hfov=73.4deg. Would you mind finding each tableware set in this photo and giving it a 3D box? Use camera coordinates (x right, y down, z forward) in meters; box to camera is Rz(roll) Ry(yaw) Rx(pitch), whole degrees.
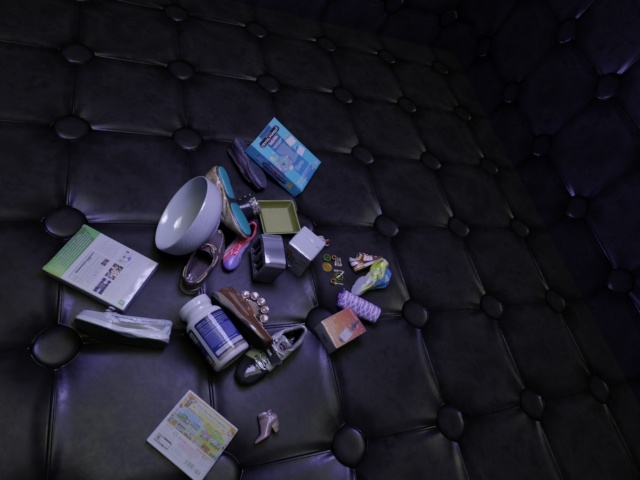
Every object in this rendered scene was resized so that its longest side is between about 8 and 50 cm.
[{"bbox_3d":[0.061,0.136,2.034,0.104,0.024,0.154,9,57,-19],"label":"tableware set"}]

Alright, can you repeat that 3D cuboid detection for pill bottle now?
[{"bbox_3d":[-0.404,0.341,1.609,0.153,0.153,0.265,-32,77,-36],"label":"pill bottle"}]

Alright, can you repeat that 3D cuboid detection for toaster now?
[{"bbox_3d":[-0.222,0.075,1.842,0.110,0.185,0.168,7,57,-32],"label":"toaster"}]

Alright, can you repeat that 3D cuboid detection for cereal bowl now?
[{"bbox_3d":[-0.514,-0.084,1.748,0.141,0.339,0.339,36,45,-39],"label":"cereal bowl"}]

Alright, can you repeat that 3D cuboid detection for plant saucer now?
[{"bbox_3d":[-0.204,-0.103,2.051,0.188,0.045,0.188,-3,62,-26],"label":"plant saucer"}]

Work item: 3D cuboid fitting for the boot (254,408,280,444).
[{"bbox_3d":[-0.205,0.674,1.564,0.118,0.042,0.087,-20,63,-34],"label":"boot"}]

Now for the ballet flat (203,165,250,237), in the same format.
[{"bbox_3d":[-0.411,-0.151,1.858,0.123,0.123,0.349,-19,81,-33],"label":"ballet flat"}]

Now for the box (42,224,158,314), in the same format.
[{"bbox_3d":[-0.824,0.107,1.631,0.322,0.058,0.232,30,52,-6],"label":"box"}]

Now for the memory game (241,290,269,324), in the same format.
[{"bbox_3d":[-0.302,0.294,1.776,0.186,0.012,0.186,11,56,-18],"label":"memory game"}]

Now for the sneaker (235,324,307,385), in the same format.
[{"bbox_3d":[-0.184,0.425,1.665,0.330,0.146,0.122,-35,79,-35],"label":"sneaker"}]

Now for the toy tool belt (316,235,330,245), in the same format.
[{"bbox_3d":[0.000,0.000,2.076,0.083,0.052,0.051,-2,17,-31],"label":"toy tool belt"}]

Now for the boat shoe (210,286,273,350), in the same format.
[{"bbox_3d":[-0.290,0.284,1.669,0.324,0.123,0.120,38,50,25],"label":"boat shoe"}]

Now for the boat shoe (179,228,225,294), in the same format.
[{"bbox_3d":[-0.479,0.070,1.783,0.116,0.097,0.324,27,52,-6],"label":"boat shoe"}]

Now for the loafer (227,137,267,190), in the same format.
[{"bbox_3d":[-0.366,-0.366,2.134,0.109,0.095,0.303,-4,61,-61],"label":"loafer"}]

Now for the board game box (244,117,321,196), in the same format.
[{"bbox_3d":[-0.184,-0.424,2.190,0.336,0.079,0.254,42,50,-16],"label":"board game box"}]

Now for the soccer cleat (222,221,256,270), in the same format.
[{"bbox_3d":[-0.351,0.020,1.873,0.083,0.095,0.248,32,51,-7],"label":"soccer cleat"}]

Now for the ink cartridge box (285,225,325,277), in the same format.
[{"bbox_3d":[-0.085,0.052,1.924,0.128,0.176,0.127,39,52,3],"label":"ink cartridge box"}]

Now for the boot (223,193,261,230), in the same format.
[{"bbox_3d":[-0.399,-0.180,1.968,0.178,0.085,0.236,-28,81,-22],"label":"boot"}]

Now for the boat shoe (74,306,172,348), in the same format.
[{"bbox_3d":[-0.696,0.302,1.532,0.320,0.118,0.103,17,48,-19],"label":"boat shoe"}]

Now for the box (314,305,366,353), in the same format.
[{"bbox_3d":[0.084,0.383,1.844,0.170,0.091,0.130,-22,71,-33],"label":"box"}]

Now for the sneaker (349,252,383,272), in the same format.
[{"bbox_3d":[0.226,0.089,2.110,0.185,0.069,0.084,-19,74,-34],"label":"sneaker"}]

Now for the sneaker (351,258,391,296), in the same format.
[{"bbox_3d":[0.256,0.204,2.037,0.240,0.091,0.126,-44,112,-16],"label":"sneaker"}]

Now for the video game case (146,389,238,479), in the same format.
[{"bbox_3d":[-0.434,0.667,1.471,0.227,0.026,0.206,38,52,3],"label":"video game case"}]

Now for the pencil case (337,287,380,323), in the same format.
[{"bbox_3d":[0.171,0.300,1.946,0.206,0.088,0.086,29,85,-5],"label":"pencil case"}]
